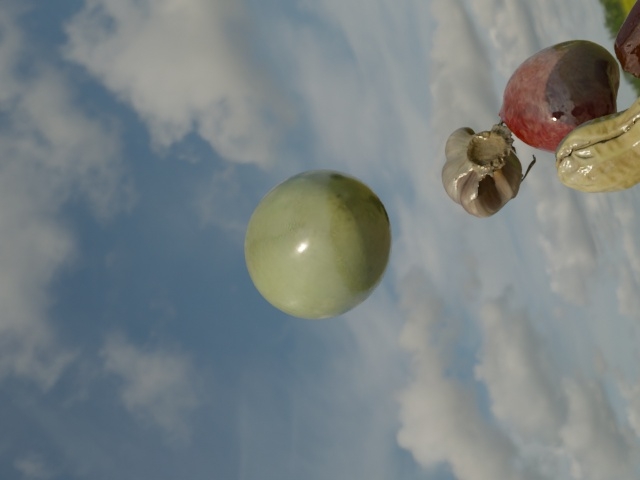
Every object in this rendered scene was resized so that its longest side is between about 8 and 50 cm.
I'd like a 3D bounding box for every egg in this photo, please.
[{"bbox_3d":[0.000,0.000,1.373,0.295,0.218,0.218,119,142,-68],"label":"egg"}]

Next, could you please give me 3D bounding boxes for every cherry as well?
[{"bbox_3d":[0.471,-0.285,1.835,0.206,0.239,0.239,68,-168,-66],"label":"cherry"}]

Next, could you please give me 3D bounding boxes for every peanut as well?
[{"bbox_3d":[0.500,-0.160,1.429,0.130,0.290,0.130,41,-146,-36],"label":"peanut"}]

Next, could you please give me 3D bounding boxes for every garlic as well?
[{"bbox_3d":[0.390,-0.174,2.012,0.207,0.256,0.207,56,158,37],"label":"garlic"}]

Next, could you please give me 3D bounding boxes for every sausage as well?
[{"bbox_3d":[0.651,-0.461,1.684,0.097,0.348,0.094,21,-160,-25],"label":"sausage"}]
